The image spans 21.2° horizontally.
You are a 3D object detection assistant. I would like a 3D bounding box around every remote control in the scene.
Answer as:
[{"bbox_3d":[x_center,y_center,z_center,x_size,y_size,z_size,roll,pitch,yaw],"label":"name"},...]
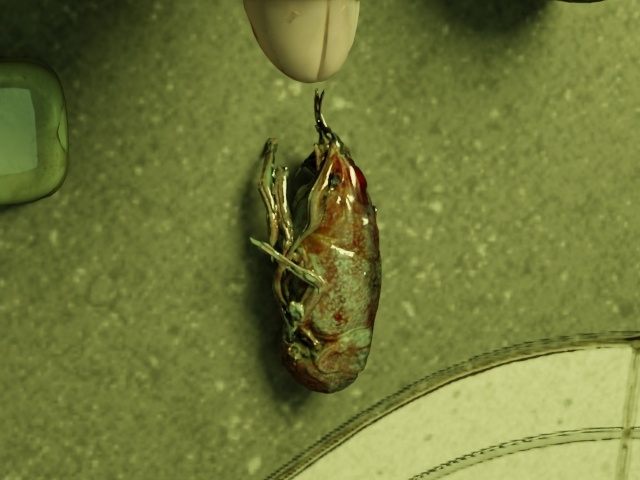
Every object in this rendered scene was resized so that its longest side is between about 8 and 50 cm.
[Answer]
[{"bbox_3d":[-0.290,-0.047,0.938,0.309,0.038,0.090,-7,106,-17],"label":"remote control"}]

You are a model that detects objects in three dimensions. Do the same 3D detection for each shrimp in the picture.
[{"bbox_3d":[0.001,0.000,1.038,0.073,0.075,0.190,2,111,13],"label":"shrimp"}]

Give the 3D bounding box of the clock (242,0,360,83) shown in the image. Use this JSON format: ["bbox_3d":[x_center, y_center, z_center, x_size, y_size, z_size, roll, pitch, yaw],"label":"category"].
[{"bbox_3d":[-0.045,-0.292,0.780,0.250,0.368,0.377,-6,64,-12],"label":"clock"}]

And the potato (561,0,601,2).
[{"bbox_3d":[0.130,-0.251,0.922,0.112,0.255,0.269,-15,107,-17],"label":"potato"}]
